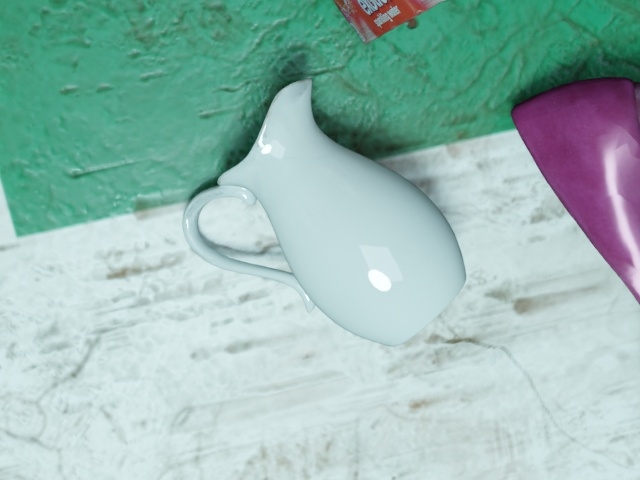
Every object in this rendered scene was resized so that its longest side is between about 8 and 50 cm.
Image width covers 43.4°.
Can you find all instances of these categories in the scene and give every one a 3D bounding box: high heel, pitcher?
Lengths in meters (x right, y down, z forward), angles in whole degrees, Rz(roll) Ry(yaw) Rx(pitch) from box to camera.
[{"bbox_3d":[0.275,0.042,0.718,0.181,0.127,0.377,0,106,23],"label":"high heel"},{"bbox_3d":[0.000,0.000,0.663,0.207,0.125,0.178,46,113,-1],"label":"pitcher"}]

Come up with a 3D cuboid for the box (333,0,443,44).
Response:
[{"bbox_3d":[0.061,-0.231,0.549,0.122,0.257,0.128,-38,101,-1],"label":"box"}]
